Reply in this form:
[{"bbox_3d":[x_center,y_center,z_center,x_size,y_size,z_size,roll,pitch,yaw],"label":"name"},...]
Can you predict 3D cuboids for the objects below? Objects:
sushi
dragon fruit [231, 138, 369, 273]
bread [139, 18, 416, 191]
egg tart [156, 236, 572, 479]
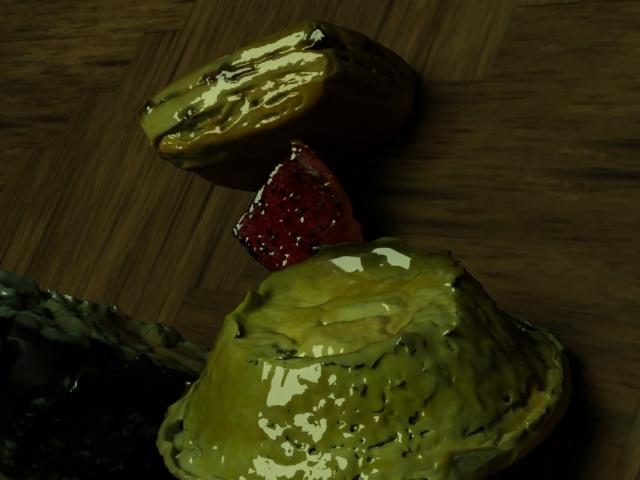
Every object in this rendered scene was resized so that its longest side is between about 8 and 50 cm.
[{"bbox_3d":[-0.240,0.204,1.717,0.329,0.328,0.285,28,97,54],"label":"sushi"},{"bbox_3d":[0.000,0.000,1.780,0.161,0.120,0.127,42,92,10],"label":"dragon fruit"},{"bbox_3d":[-0.035,-0.124,1.827,0.235,0.210,0.099,-25,69,27],"label":"bread"},{"bbox_3d":[0.025,0.102,1.494,0.345,0.132,0.345,-12,24,6],"label":"egg tart"}]
